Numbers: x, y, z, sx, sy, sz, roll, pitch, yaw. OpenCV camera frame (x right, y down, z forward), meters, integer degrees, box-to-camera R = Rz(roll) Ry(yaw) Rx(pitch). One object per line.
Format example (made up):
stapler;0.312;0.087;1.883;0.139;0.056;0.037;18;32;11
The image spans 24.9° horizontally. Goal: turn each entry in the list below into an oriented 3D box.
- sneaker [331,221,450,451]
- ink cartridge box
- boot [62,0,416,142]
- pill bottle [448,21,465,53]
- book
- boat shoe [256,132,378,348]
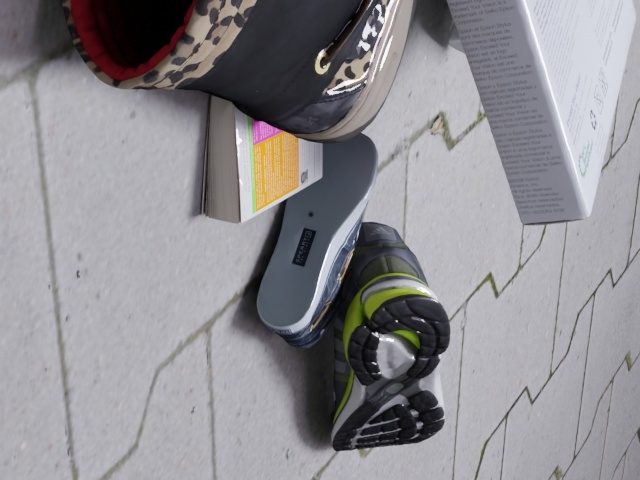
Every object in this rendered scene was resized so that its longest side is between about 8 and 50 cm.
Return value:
sneaker;0.059;0.098;1.341;0.300;0.111;0.121;98;-15;-53
ink cartridge box;0.175;-0.237;1.171;0.330;0.071;0.324;67;30;-31
boot;-0.025;-0.252;0.926;0.284;0.138;0.377;-4;110;-63
pill bottle;0.188;-0.267;1.392;0.112;0.112;0.187;19;87;-66
book;-0.038;-0.079;1.119;0.144;0.035;0.096;-29;126;-58
boat shoe;0.000;0.000;1.223;0.183;0.065;0.083;-66;163;-13
